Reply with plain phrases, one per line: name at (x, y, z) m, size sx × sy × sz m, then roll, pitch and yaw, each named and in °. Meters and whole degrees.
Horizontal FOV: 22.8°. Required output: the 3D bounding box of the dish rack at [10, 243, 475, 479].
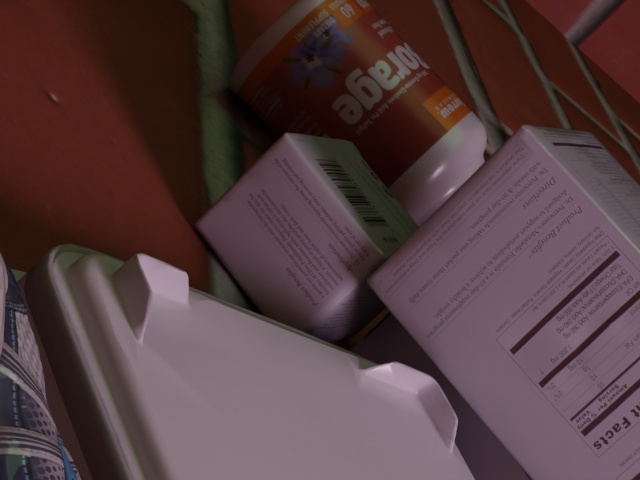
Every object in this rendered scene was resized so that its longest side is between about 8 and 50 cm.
dish rack at (0.002, 0.129, 0.753) m, size 0.333 × 0.072 × 0.285 m, roll 26°, pitch 26°, yaw -47°

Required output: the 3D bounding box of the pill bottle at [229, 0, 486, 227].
pill bottle at (0.045, -0.082, 1.191) m, size 0.216 × 0.121 × 0.121 m, roll 46°, pitch 19°, yaw 2°

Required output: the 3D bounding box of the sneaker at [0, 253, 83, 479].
sneaker at (-0.121, 0.108, 0.527) m, size 0.122 × 0.110 × 0.283 m, roll 53°, pitch 12°, yaw -41°

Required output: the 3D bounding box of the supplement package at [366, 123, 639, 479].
supplement package at (0.170, 0.067, 0.909) m, size 0.244 × 0.134 × 0.139 m, roll 50°, pitch 21°, yaw 16°

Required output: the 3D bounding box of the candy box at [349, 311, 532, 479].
candy box at (0.131, 0.133, 1.008) m, size 0.196 × 0.070 × 0.165 m, roll 24°, pitch 28°, yaw -45°

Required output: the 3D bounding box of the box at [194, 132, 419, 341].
box at (0.000, 0.000, 0.980) m, size 0.101 × 0.087 × 0.102 m, roll 51°, pitch 19°, yaw 17°
